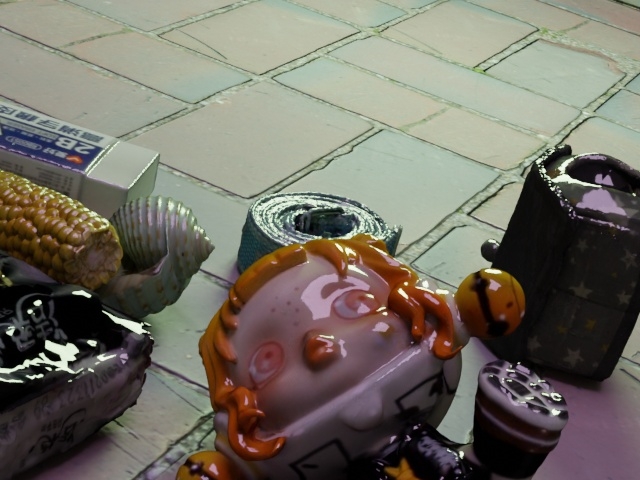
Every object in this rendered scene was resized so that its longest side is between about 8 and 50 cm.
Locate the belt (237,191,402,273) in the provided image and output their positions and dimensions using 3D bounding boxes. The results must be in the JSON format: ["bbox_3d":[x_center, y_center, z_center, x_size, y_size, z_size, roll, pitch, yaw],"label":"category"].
[{"bbox_3d":[-0.006,0.001,1.533,0.148,0.082,0.163,28,29,18],"label":"belt"}]

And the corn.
[{"bbox_3d":[-0.310,-0.021,1.352,0.310,0.101,0.101,15,22,34],"label":"corn"}]

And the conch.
[{"bbox_3d":[-0.178,0.026,1.362,0.153,0.102,0.135,-25,30,18],"label":"conch"}]

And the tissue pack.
[{"bbox_3d":[-0.329,0.069,1.171,0.332,0.123,0.245,26,30,23],"label":"tissue pack"}]

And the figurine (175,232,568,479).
[{"bbox_3d":[0.025,0.127,1.155,0.320,0.196,0.323,-31,48,-2],"label":"figurine"}]

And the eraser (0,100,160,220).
[{"bbox_3d":[-0.298,-0.086,1.577,0.210,0.068,0.124,17,24,4],"label":"eraser"}]

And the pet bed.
[{"bbox_3d":[0.254,0.015,1.486,0.159,0.210,0.183,16,28,-1],"label":"pet bed"}]
